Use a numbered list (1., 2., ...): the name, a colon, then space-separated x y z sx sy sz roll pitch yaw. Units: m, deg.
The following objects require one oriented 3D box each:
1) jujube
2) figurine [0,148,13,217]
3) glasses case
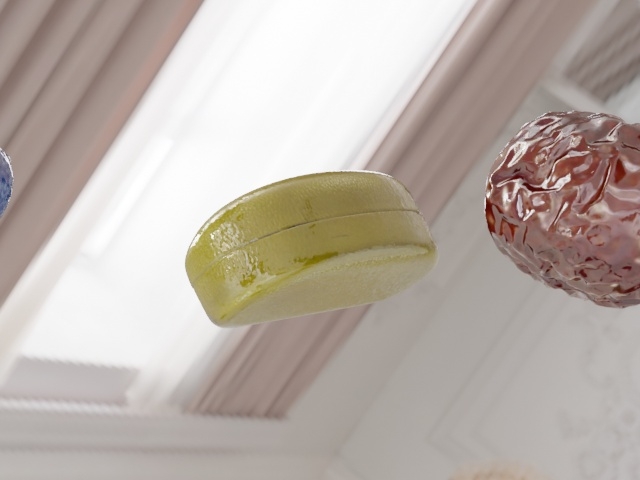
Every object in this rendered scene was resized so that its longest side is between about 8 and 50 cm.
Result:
1. jujube: 0.297 -0.030 1.657 0.232 0.213 0.213 22 178 43
2. figurine: -0.322 -0.015 1.303 0.121 0.262 0.164 9 -164 28
3. glasses case: 0.000 0.000 1.944 0.371 0.173 0.141 -8 -114 -47
